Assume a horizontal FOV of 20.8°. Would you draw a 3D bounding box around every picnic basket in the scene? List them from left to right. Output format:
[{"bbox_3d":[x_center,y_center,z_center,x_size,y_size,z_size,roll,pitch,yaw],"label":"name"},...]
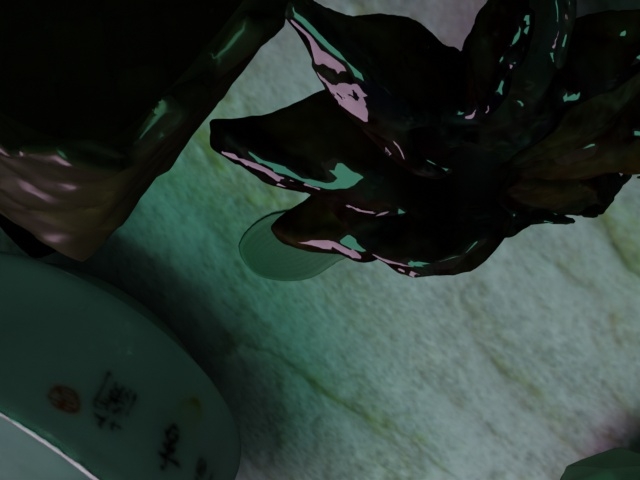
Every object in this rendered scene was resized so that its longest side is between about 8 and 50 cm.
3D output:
[{"bbox_3d":[-0.143,-0.170,0.797,0.291,0.254,0.321,34,159,5],"label":"picnic basket"}]

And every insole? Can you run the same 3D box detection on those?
[{"bbox_3d":[0.000,0.000,1.082,0.153,0.002,0.053,-12,121,45],"label":"insole"}]

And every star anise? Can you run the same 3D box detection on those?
[{"bbox_3d":[0.077,-0.037,0.810,0.272,0.102,0.272,-7,155,-3],"label":"star anise"}]

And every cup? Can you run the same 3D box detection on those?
[{"bbox_3d":[-0.194,0.130,1.228,0.347,0.163,0.347,21,146,15],"label":"cup"}]

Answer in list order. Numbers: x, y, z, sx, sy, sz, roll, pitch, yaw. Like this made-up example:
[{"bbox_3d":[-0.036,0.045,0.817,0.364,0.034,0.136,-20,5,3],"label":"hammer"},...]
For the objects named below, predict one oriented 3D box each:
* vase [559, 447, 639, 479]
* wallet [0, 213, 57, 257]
[{"bbox_3d":[0.286,0.255,1.006,0.360,0.165,0.165,24,141,10],"label":"vase"},{"bbox_3d":[-0.232,-0.083,1.158,0.122,0.031,0.232,-20,116,46],"label":"wallet"}]
